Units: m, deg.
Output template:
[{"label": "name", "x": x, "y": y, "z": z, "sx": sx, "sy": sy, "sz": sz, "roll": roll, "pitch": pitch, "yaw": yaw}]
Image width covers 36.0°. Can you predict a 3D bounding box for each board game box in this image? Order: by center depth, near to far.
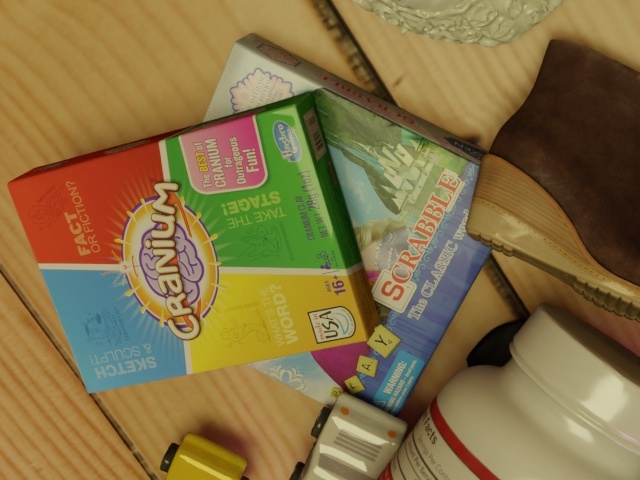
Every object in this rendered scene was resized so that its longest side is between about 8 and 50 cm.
[{"label": "board game box", "x": -0.126, "y": 0.010, "z": 0.986, "sx": 0.316, "sy": 0.064, "sz": 0.242, "roll": -13, "pitch": 105, "yaw": 18}, {"label": "board game box", "x": 0.000, "y": 0.000, "z": 1.023, "sx": 0.318, "sy": 0.066, "sz": 0.319, "roll": 26, "pitch": 112, "yaw": 3}]

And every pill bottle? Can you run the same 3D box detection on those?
[{"label": "pill bottle", "x": 0.164, "y": 0.272, "z": 0.938, "sx": 0.229, "sy": 0.229, "sz": 0.408, "roll": 33, "pitch": 102, "yaw": 1}]

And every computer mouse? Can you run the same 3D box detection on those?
[{"label": "computer mouse", "x": 0.165, "y": 0.185, "z": 1.062, "sx": 0.071, "sy": 0.041, "sz": 0.242, "roll": 30, "pitch": 113, "yaw": 1}]

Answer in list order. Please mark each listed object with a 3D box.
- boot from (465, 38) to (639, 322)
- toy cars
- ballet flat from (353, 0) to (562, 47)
[{"label": "boot", "x": 0.273, "y": -0.049, "z": 0.883, "sx": 0.248, "sy": 0.090, "sz": 0.207, "roll": 28, "pitch": 83, "yaw": 7}, {"label": "toy cars", "x": -0.068, "y": 0.289, "z": 1.093, "sx": 0.393, "sy": 0.087, "sz": 0.176, "roll": -20, "pitch": 112, "yaw": 29}, {"label": "ballet flat", "x": 0.026, "y": -0.284, "z": 0.886, "sx": 0.408, "sy": 0.147, "sz": 0.147, "roll": 27, "pitch": 112, "yaw": 3}]
